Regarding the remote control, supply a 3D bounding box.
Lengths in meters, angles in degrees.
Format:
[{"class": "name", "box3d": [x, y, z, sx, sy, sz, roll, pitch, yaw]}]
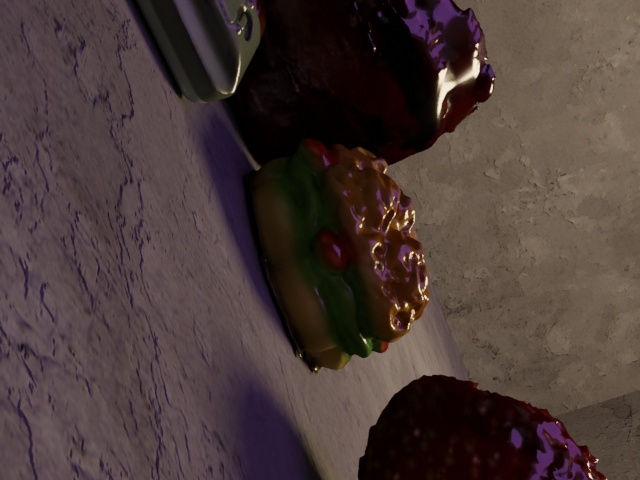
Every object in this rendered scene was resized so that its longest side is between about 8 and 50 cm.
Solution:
[{"class": "remote control", "box3d": [-0.132, -0.275, 0.887, 0.128, 0.065, 0.335, -70, 144, -47]}]

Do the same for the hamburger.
[{"class": "hamburger", "box3d": [0.029, 0.007, 1.113, 0.237, 0.148, 0.237, -18, 90, -81]}]

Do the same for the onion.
[{"class": "onion", "box3d": [0.032, -0.164, 1.173, 0.146, 0.280, 0.314, -80, 153, -44]}]

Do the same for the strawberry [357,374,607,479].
[{"class": "strawberry", "box3d": [0.139, 0.299, 0.960, 0.343, 0.292, 0.292, 45, 14, -12]}]

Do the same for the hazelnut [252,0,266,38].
[{"class": "hazelnut", "box3d": [-0.090, -0.205, 1.062, 0.086, 0.086, 0.086, -19, 90, -82]}]
